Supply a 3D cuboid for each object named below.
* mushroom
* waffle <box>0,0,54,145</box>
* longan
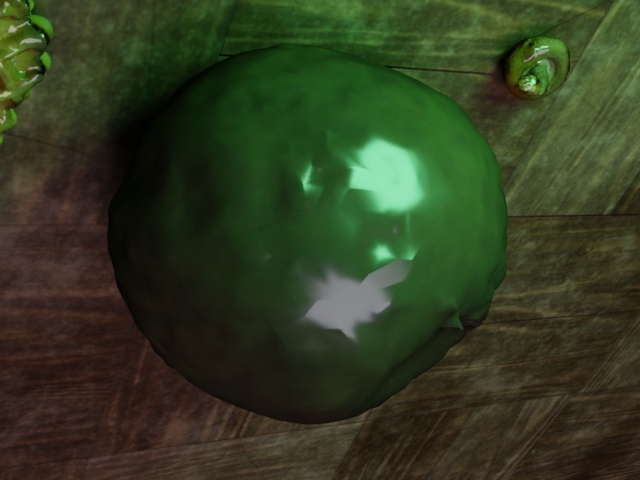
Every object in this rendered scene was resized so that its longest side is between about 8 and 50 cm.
[{"bbox_3d":[0.259,-0.210,1.238,0.088,0.073,0.129,-30,179,26],"label":"mushroom"},{"bbox_3d":[-0.398,-0.166,0.920,0.281,0.058,0.300,-40,139,15],"label":"waffle"},{"bbox_3d":[0.002,-0.003,1.083,0.436,0.404,0.404,18,124,-38],"label":"longan"}]
